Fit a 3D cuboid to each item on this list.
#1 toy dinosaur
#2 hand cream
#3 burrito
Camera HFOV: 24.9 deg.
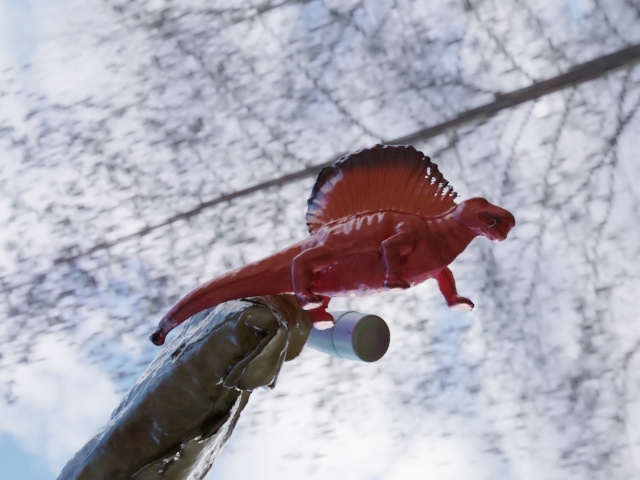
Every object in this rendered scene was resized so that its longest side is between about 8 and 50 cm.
[{"bbox_3d":[0.003,-0.007,1.082,0.070,0.286,0.139,53,-149,-61],"label":"toy dinosaur"},{"bbox_3d":[-0.001,0.088,1.411,0.076,0.174,0.047,7,-91,-36],"label":"hand cream"},{"bbox_3d":[-0.129,0.165,1.157,0.107,0.347,0.175,43,-160,14],"label":"burrito"}]
